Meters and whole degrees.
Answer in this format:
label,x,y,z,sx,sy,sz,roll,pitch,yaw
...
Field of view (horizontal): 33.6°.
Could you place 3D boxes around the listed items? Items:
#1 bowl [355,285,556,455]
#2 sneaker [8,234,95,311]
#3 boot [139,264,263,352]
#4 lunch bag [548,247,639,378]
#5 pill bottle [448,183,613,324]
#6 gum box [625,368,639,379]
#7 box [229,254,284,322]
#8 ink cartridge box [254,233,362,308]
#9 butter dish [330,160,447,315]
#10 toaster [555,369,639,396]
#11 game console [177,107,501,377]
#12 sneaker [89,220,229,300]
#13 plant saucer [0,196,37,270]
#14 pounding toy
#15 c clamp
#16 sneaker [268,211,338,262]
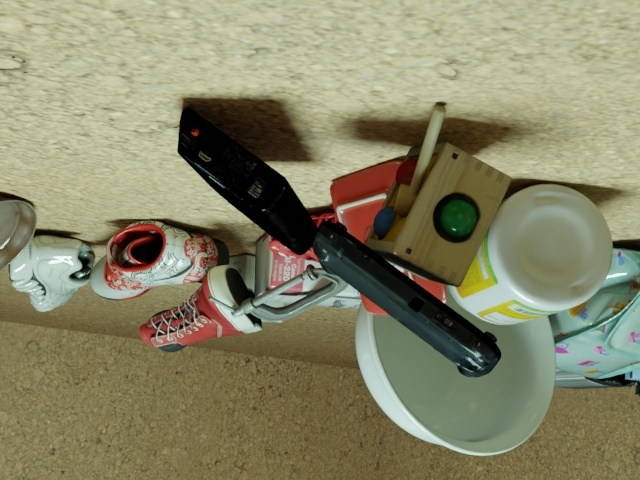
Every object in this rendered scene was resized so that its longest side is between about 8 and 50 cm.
label,x,y,z,sx,sy,sz,roll,pitch,yaw
bowl,0.154,0.141,1.384,0.297,0.298,0.134,10,157,-29
sneaker,-0.418,0.051,1.711,0.118,0.110,0.292,-4,170,-4
boot,-0.184,0.108,1.515,0.176,0.089,0.244,-14,165,0
lunch bag,0.417,0.096,1.485,0.223,0.160,0.262,17,152,-39
pill bottle,0.227,0.026,1.226,0.136,0.137,0.246,5,169,-8
gum box,0.583,0.149,1.688,0.184,0.157,0.041,4,170,-1
box,-0.118,0.081,1.737,0.087,0.101,0.102,11,169,-35
ink cartridge box,0.023,0.044,1.522,0.217,0.092,0.158,4,169,-11
butter dish,0.103,-0.009,1.147,0.118,0.160,0.160,-17,-179,-31
toaster,0.453,0.172,1.789,0.168,0.186,0.110,13,162,-42
game console,0.015,0.010,0.994,0.361,0.044,0.213,37,176,12
sneaker,-0.278,0.027,1.551,0.270,0.090,0.145,-8,164,34
plant saucer,-0.455,0.000,1.402,0.168,0.029,0.168,-36,160,-16
pounding toy,0.100,-0.039,0.966,0.100,0.130,0.141,27,177,-12
c clamp,-0.045,0.072,1.394,0.160,0.022,0.137,-26,149,16
sneaker,0.000,0.000,1.316,0.128,0.087,0.221,4,168,-9
